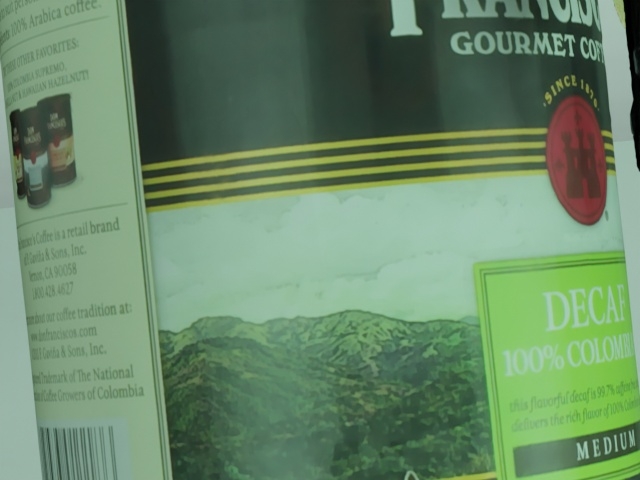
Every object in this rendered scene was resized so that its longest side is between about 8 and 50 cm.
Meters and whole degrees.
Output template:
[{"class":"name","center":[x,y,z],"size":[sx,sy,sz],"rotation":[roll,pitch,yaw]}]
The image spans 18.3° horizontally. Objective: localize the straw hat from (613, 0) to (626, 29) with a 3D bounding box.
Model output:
[{"class":"straw hat","center":[0.158,-0.120,0.665],"size":[0.144,0.144,0.061],"rotation":[-6,-143,-7]}]

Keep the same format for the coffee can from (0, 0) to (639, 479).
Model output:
[{"class":"coffee can","center":[0.000,0.000,0.654],"size":[0.201,0.275,0.201],"rotation":[-6,178,0]}]

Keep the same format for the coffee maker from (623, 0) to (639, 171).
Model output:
[{"class":"coffee maker","center":[0.169,-0.074,0.524],"size":[0.178,0.171,0.120],"rotation":[-4,-168,8]}]
